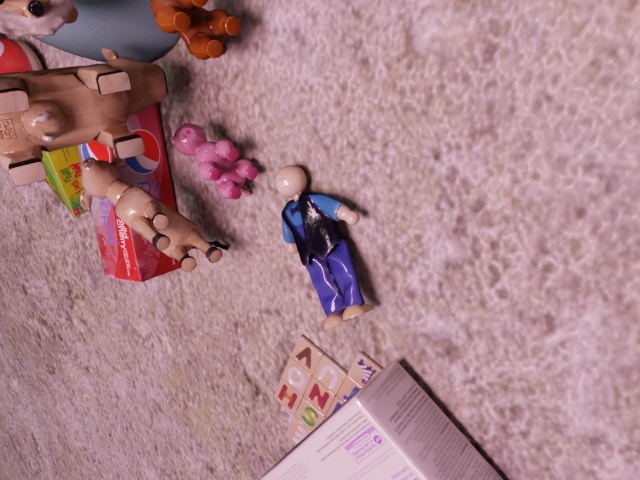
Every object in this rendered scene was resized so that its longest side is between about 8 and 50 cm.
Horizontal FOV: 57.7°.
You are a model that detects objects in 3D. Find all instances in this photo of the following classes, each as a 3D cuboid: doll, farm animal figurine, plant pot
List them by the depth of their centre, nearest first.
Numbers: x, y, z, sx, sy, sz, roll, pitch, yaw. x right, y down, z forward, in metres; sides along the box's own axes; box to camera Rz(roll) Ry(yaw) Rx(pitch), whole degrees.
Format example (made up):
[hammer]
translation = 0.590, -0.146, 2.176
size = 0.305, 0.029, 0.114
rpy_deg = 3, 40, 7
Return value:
[farm animal figurine]
translation = -0.238, -0.131, 0.653
size = 0.172, 0.326, 0.330
rpy_deg = 32, 117, 46
[doll]
translation = 0.000, 0.000, 0.657
size = 0.129, 0.046, 0.189
rpy_deg = -33, 78, 48
[plant pot]
translation = -0.310, -0.355, 0.679
size = 0.290, 0.195, 0.290
rpy_deg = 12, 111, 34

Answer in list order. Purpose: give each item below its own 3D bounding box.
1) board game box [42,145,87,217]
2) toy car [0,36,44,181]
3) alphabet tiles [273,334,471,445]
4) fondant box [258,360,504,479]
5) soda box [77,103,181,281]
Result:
[board game box]
translation = -0.391, -0.122, 0.863
size = 0.092, 0.043, 0.181
rpy_deg = 45, 154, 17
[toy car]
translation = -0.554, -0.201, 0.884
size = 0.219, 0.238, 0.210
rpy_deg = 35, 123, 23
[alphabet tiles]
translation = 0.043, 0.232, 0.724
size = 0.237, 0.009, 0.198
rpy_deg = 36, 123, 22
[fondant box]
translation = 0.106, 0.335, 0.646
size = 0.330, 0.096, 0.238
rpy_deg = 48, 126, 12
[soda box]
translation = -0.266, -0.080, 0.806
size = 0.092, 0.083, 0.263
rpy_deg = 4, 107, 38
